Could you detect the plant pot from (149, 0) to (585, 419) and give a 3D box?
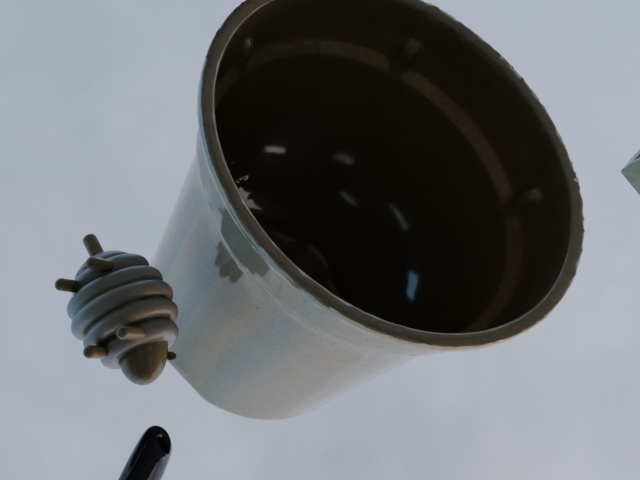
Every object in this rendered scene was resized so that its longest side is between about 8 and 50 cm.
[{"bbox_3d":[0.000,0.000,0.989,0.334,0.305,0.334,14,-124,-21],"label":"plant pot"}]

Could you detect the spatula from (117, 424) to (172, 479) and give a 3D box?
[{"bbox_3d":[-0.155,0.221,0.735,0.084,0.030,0.296,56,-147,-19],"label":"spatula"}]

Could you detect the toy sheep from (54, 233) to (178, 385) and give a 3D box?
[{"bbox_3d":[-0.155,0.051,0.879,0.091,0.091,0.132,-18,-107,-16],"label":"toy sheep"}]

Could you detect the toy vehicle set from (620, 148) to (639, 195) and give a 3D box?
[{"bbox_3d":[0.319,-0.121,0.681,0.035,0.267,0.166,51,-129,-3],"label":"toy vehicle set"}]
